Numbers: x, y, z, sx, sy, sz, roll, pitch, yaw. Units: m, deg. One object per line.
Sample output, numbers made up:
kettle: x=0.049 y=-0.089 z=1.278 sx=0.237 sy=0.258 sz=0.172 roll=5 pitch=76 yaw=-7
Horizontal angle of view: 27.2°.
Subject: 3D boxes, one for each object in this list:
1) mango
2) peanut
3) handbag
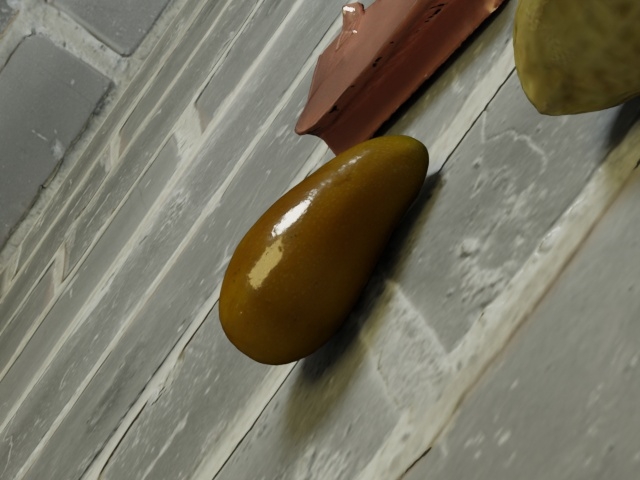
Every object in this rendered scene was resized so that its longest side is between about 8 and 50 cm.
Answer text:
mango: x=0.000 y=0.000 z=0.880 sx=0.184 sy=0.085 sz=0.102 roll=-55 pitch=17 yaw=-13
peanut: x=0.176 y=-0.163 z=0.674 sx=0.229 sy=0.098 sz=0.103 roll=-57 pitch=-24 yaw=-4
handbag: x=0.065 y=-0.174 z=1.056 sx=0.212 sy=0.059 sz=0.157 roll=-45 pitch=21 yaw=35
